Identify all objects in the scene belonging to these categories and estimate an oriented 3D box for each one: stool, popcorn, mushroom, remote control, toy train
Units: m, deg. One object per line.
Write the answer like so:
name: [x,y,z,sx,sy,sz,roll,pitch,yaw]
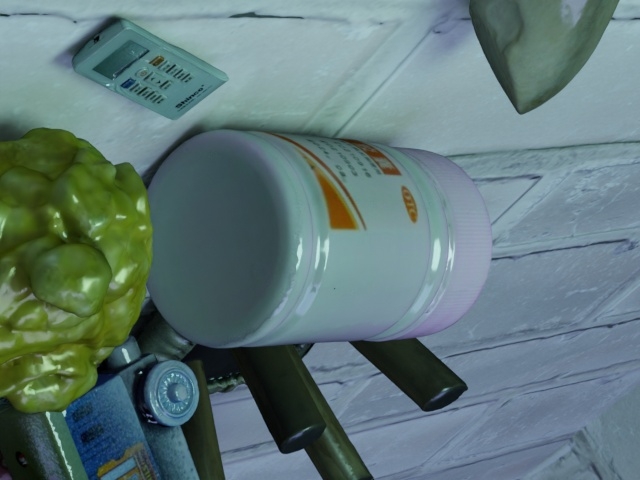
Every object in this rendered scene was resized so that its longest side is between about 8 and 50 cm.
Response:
stool: [-0.047,0.165,2.007,0.310,0.226,0.310,-10,151,-40]
popcorn: [-0.249,0.030,1.444,0.250,0.235,0.242,-16,-171,21]
mushroom: [0.215,-0.241,1.536,0.128,0.128,0.350,-14,153,-32]
remote control: [-0.138,-0.141,1.459,0.061,0.029,0.162,-37,153,16]
toy train: [-0.202,0.257,1.835,0.131,0.299,0.202,-7,-163,46]

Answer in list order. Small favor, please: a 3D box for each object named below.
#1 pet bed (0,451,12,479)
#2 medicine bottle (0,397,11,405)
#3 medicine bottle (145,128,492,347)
pet bed: [-0.354,0.233,1.911,0.201,0.053,0.201,-16,-171,3]
medicine bottle: [-0.314,0.134,1.839,0.051,0.051,0.191,-11,152,-38]
medicine bottle: [0.000,0.000,1.712,0.202,0.202,0.316,-41,155,30]
